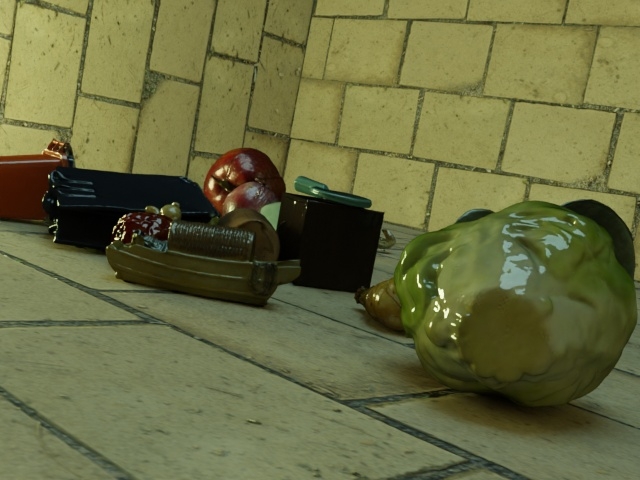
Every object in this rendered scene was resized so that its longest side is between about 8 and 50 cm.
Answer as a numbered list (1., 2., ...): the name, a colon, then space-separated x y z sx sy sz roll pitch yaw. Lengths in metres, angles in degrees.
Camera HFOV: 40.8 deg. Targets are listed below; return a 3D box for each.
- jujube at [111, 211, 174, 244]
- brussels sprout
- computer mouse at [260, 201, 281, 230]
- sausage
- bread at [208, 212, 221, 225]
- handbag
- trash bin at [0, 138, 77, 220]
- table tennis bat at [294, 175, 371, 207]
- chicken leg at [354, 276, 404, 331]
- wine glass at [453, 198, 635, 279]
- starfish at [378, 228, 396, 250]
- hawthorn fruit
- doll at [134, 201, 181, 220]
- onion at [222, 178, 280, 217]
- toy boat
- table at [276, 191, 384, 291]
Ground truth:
1. jujube: -0.273 0.011 1.498 0.176 0.109 0.112 16 38 -31
2. brussels sprout: 0.241 0.074 1.052 0.274 0.242 0.316 3 10 -12
3. computer mouse: -0.062 -0.027 2.051 0.159 0.097 0.288 7 18 -14
4. sausage: -0.144 0.005 1.680 0.123 0.123 0.253 10 5 -9
5. bread: -0.350 -0.071 2.324 0.128 0.088 0.232 22 5 25
6. handbag: -0.391 -0.055 1.727 0.329 0.122 0.303 6 16 -20
7. trash bin: -0.654 -0.130 1.849 0.239 0.184 0.161 0 10 -34
8. table tennis bat: 0.016 -0.094 1.727 0.124 0.033 0.201 8 10 -42
9. chicken leg: 0.116 0.097 1.428 0.101 0.085 0.207 -36 11 -13
10. wine glass: 0.443 0.041 1.842 0.267 0.267 0.406 9 1 -19
11. starfish: 0.014 -0.040 2.744 0.324 0.082 0.432 1 8 -41
12. hawthorn fruit: -0.232 -0.156 2.635 0.258 0.258 0.262 10 18 -7
13. doll: -0.301 -0.043 1.561 0.093 0.051 0.061 4 47 -17
14. onion: -0.190 -0.056 2.211 0.159 0.159 0.195 13 42 23
15. toy boat: -0.185 0.028 1.379 0.310 0.115 0.089 11 7 1
16. table: 0.000 0.000 1.758 0.172 0.169 0.193 9 6 -22
